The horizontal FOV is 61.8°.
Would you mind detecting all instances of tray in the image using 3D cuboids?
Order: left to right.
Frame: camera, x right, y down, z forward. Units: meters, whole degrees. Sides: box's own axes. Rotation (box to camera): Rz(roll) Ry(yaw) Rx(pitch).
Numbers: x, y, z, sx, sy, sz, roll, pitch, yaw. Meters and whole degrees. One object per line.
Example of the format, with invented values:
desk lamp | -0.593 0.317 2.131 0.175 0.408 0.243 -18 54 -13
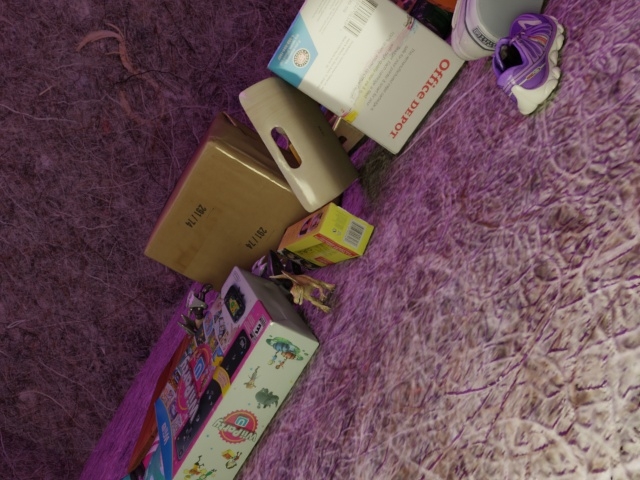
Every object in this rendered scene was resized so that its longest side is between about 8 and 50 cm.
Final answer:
tray | -0.413 0.435 1.482 0.203 0.076 0.411 -56 14 13

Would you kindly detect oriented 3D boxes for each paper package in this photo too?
paper package | -0.170 -0.056 1.164 0.325 0.309 0.168 -53 15 29

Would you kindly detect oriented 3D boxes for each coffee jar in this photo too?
coffee jar | 0.248 -0.497 1.093 0.185 0.079 0.096 -62 21 -6

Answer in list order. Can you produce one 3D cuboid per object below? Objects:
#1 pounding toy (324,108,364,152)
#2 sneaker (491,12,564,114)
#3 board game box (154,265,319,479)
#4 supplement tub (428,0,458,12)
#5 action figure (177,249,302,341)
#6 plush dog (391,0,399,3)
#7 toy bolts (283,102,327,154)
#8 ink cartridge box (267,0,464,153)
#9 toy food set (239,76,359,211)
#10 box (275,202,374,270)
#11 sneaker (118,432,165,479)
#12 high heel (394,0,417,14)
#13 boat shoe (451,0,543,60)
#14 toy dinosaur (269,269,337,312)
pounding toy | 0.060 -0.254 1.214 0.181 0.094 0.206 -38 26 56
sneaker | 0.234 -0.222 0.618 0.068 0.071 0.170 -44 20 45
board game box | -0.154 0.226 0.891 0.304 0.097 0.224 -59 28 6
supplement tub | 0.279 -0.571 0.910 0.316 0.193 0.193 -57 15 8
action figure | -0.166 0.134 1.095 0.285 0.185 0.099 -39 52 19
plush dog | 0.175 -0.614 1.443 0.225 0.211 0.262 -42 9 -11
toy bolts | 0.011 -0.260 1.417 0.218 0.158 0.229 34 -107 -65
ink cartridge box | 0.076 -0.326 0.954 0.198 0.270 0.197 -54 14 20
toy food set | -0.035 -0.177 0.986 0.092 0.220 0.306 -29 7 18
box | 0.000 0.000 0.939 0.232 0.087 0.058 -22 42 65
sneaker | -0.317 0.444 1.069 0.178 0.123 0.295 -49 16 2
high heel | 0.177 -0.529 1.245 0.261 0.093 0.186 14 77 42
boat shoe | 0.281 -0.428 0.787 0.156 0.135 0.368 177 113 -76
toy dinosaur | -0.027 0.071 0.867 0.053 0.092 0.183 -59 15 -2
